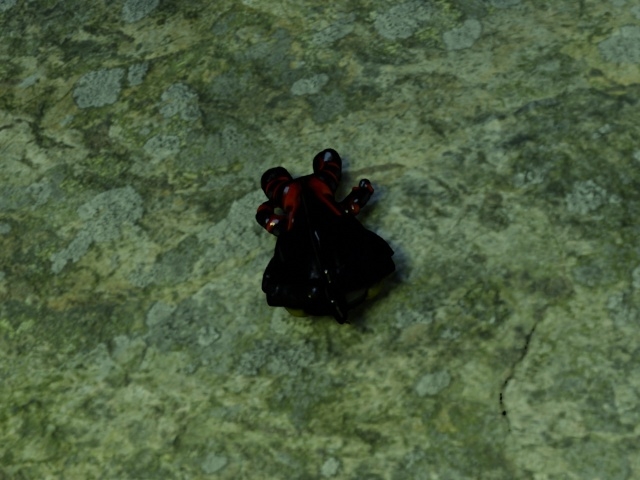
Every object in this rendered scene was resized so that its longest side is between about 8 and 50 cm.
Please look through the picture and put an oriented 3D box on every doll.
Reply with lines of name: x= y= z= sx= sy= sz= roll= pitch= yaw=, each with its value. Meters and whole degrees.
doll: x=0.003 y=0.001 z=1.331 sx=0.127 sy=0.088 sz=0.248 roll=-42 pitch=34 yaw=15
